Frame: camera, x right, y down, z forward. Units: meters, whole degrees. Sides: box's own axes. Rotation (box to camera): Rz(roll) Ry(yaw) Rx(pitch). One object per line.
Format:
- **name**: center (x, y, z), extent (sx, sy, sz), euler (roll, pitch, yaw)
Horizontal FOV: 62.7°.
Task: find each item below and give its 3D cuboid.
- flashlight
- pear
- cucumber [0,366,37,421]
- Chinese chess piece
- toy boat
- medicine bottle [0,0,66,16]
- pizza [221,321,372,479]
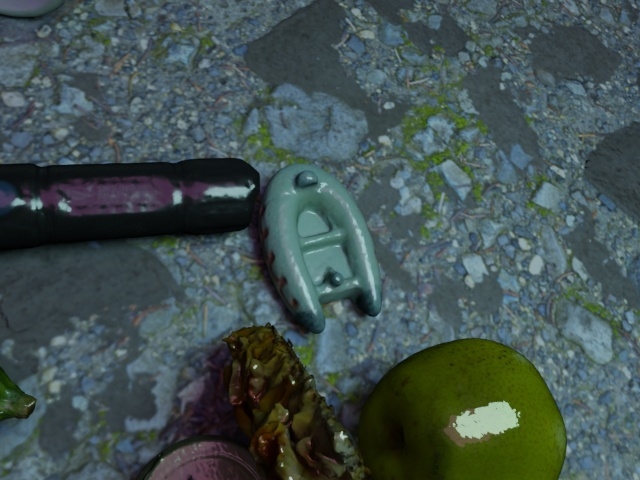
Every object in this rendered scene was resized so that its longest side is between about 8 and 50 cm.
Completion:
- **flashlight**: center (-0.271, -0.034, 0.534), extent (0.425, 0.103, 0.103), euler (-5, 68, -21)
- **pear**: center (0.140, 0.191, 0.512), extent (0.198, 0.198, 0.198), euler (7, 64, -15)
- **cucumber**: center (-0.360, 0.113, 0.423), extent (0.245, 0.134, 0.134), euler (16, 62, -14)
- **Chinese chess piece**: center (-0.105, 0.252, 0.475), extent (0.144, 0.058, 0.144), euler (7, 64, -14)
- **toy boat**: center (0.000, 0.000, 0.617), extent (0.134, 0.079, 0.207), euler (-12, 72, -20)
- **medicine bottle**: center (-0.374, -0.437, 0.640), extent (0.170, 0.170, 0.292), euler (3, 66, -17)
- **pizza**: center (0.001, 0.201, 0.433), extent (0.074, 0.288, 0.251), euler (-30, 99, -10)
